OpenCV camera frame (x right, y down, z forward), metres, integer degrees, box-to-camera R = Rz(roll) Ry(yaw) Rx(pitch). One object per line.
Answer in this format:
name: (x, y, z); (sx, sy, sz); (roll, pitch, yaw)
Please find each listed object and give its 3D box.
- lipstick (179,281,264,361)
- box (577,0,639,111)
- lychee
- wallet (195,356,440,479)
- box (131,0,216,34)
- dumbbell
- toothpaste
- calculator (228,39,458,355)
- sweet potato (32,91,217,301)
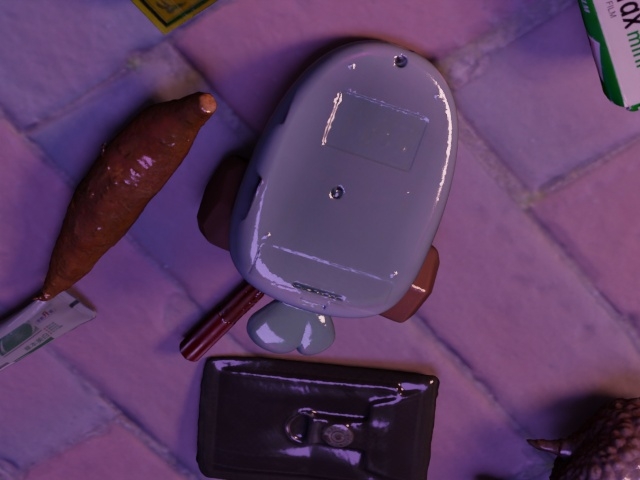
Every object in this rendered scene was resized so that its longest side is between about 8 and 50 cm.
lipstick: (-0.076, 0.059, 1.751); (0.027, 0.027, 0.176); (32, 122, -25)
box: (0.333, -0.222, 1.470); (0.250, 0.103, 0.180); (-17, 128, 12)
lychee: (0.306, 0.236, 1.820); (0.197, 0.165, 0.165); (32, 124, -8)
wallet: (-0.005, 0.195, 1.857); (0.245, 0.052, 0.168); (5, 127, -2)
box: (-0.085, -0.279, 1.440); (0.220, 0.064, 0.141); (-28, 126, 23)
dumbbell: (0.000, 0.000, 1.665); (0.231, 0.092, 0.082); (23, 99, -20)
toothpaste: (-0.325, 0.109, 1.783); (0.218, 0.041, 0.064); (-30, 135, 19)
calculator: (0.020, -0.032, 1.590); (0.185, 0.041, 0.299); (18, 100, -19)
sweet potato: (-0.189, -0.046, 1.636); (0.072, 0.066, 0.314); (33, 126, -17)
